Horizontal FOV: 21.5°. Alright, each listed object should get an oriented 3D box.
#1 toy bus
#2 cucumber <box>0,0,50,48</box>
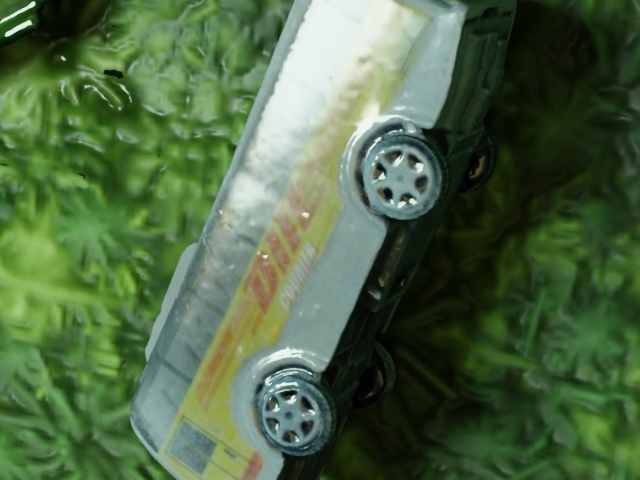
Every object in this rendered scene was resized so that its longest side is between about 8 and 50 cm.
[{"bbox_3d":[0.000,0.000,0.546,0.075,0.064,0.190,30,111,14],"label":"toy bus"},{"bbox_3d":[-0.157,-0.109,0.558,0.193,0.115,0.086,-31,50,26],"label":"cucumber"}]
